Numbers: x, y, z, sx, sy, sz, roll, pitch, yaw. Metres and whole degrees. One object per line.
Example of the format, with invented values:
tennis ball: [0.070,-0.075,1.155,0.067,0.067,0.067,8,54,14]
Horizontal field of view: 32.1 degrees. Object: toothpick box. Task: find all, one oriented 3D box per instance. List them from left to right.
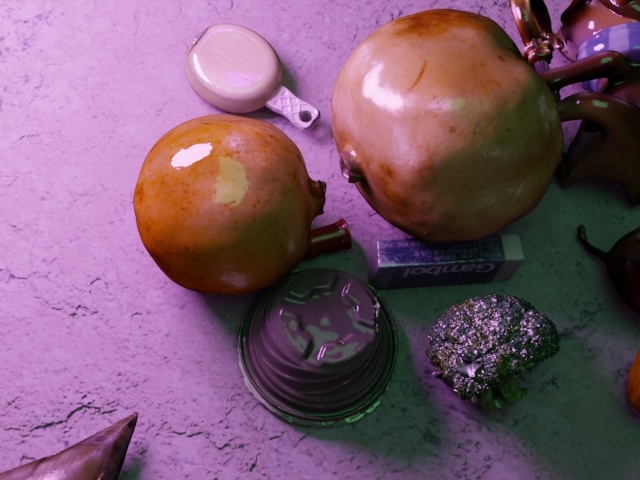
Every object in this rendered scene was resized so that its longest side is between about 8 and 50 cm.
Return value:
toothpick box: [0.000,0.000,1.618,0.083,0.047,0.047,-15,70,-11]

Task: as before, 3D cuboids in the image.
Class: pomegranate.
pomegranate: [-0.122,-0.053,1.511,0.264,0.264,0.264,2,67,-5]
pomegranate: [0.168,-0.152,1.549,0.332,0.332,0.332,2,67,-5]

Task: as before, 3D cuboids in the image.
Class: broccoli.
broccoli: [0.234,0.152,1.522,0.195,0.195,0.156,-14,89,-11]

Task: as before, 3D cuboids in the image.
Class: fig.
fig: [0.478,0.043,1.600,0.202,0.149,0.148,0,85,9]

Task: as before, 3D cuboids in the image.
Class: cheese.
cheese: [-0.099,-0.240,1.698,0.227,0.064,0.137,34,72,10]

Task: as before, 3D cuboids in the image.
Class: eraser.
eraser: [0.177,0.030,1.601,0.212,0.092,0.046,-3,67,-9]

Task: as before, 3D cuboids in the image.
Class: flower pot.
flower pot: [0.003,0.127,1.516,0.235,0.140,0.235,3,68,-7]

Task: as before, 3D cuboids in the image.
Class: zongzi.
zongzi: [-0.391,0.320,1.410,0.286,0.138,0.300,12,53,7]

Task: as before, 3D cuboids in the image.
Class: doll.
doll: [0.431,-0.242,1.703,0.318,0.209,0.340,23,65,-32]

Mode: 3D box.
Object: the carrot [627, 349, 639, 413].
carrot: [0.582,0.229,1.551,0.302,0.114,0.114,16,67,-2]
